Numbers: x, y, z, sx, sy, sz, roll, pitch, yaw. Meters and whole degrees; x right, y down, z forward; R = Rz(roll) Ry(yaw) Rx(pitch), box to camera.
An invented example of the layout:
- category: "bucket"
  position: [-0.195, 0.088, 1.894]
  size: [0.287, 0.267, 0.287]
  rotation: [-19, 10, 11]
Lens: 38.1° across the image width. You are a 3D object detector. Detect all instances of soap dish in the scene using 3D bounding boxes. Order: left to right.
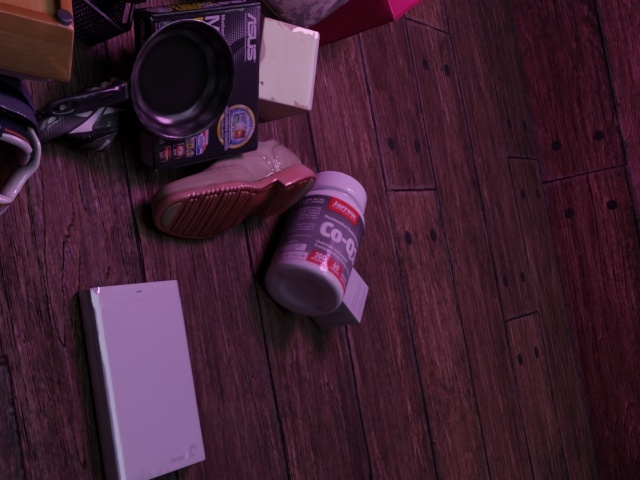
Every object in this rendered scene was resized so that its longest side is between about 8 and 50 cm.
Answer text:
- category: "soap dish"
  position: [-0.450, -0.370, 1.259]
  size: [0.229, 0.118, 0.290]
  rotation: [8, 59, -36]

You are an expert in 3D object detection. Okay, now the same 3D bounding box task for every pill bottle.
- category: "pill bottle"
  position: [0.000, 0.000, 1.898]
  size: [0.161, 0.161, 0.283]
  rotation: [53, 40, -34]

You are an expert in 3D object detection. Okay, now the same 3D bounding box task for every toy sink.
- category: "toy sink"
  position: [-0.121, -0.322, 1.790]
  size: [0.131, 0.234, 0.152]
  rotation: [9, 86, -30]

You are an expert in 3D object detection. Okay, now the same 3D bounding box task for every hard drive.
- category: "hard drive"
  position: [-0.284, 0.223, 1.495]
  size: [0.203, 0.040, 0.307]
  rotation: [-3, 82, -58]

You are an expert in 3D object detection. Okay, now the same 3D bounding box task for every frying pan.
- category: "frying pan"
  position: [-0.272, -0.223, 1.472]
  size: [0.326, 0.053, 0.197]
  rotation: [-39, 133, -21]

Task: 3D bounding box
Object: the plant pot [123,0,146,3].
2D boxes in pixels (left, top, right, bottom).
- category: "plant pot"
  position: [-0.303, -0.428, 1.497]
  size: [0.083, 0.083, 0.079]
  rotation: [11, 83, -56]

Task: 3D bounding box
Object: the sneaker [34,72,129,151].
- category: "sneaker"
  position: [-0.372, -0.180, 1.454]
  size: [0.106, 0.078, 0.234]
  rotation: [65, 32, -16]

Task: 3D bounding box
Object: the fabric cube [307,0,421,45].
- category: "fabric cube"
  position: [0.061, -0.605, 2.105]
  size: [0.254, 0.258, 0.259]
  rotation: [-45, 118, -54]

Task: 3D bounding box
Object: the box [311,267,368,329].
- category: "box"
  position: [0.032, 0.119, 1.964]
  size: [0.087, 0.101, 0.102]
  rotation: [52, 39, -35]

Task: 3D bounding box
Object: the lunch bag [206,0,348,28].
- category: "lunch bag"
  position: [-0.098, -0.561, 1.834]
  size: [0.305, 0.256, 0.212]
  rotation: [36, 50, -49]

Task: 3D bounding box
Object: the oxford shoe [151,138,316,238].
- category: "oxford shoe"
  position: [-0.181, -0.107, 1.721]
  size: [0.146, 0.140, 0.397]
  rotation: [51, 33, 16]

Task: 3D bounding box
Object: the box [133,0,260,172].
- category: "box"
  position: [-0.208, -0.269, 1.589]
  size: [0.216, 0.060, 0.270]
  rotation: [-16, 122, -35]

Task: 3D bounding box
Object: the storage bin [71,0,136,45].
- category: "storage bin"
  position: [-0.390, -0.416, 1.499]
  size: [0.180, 0.084, 0.122]
  rotation: [36, 51, -46]

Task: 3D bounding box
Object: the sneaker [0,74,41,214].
- category: "sneaker"
  position: [-0.450, -0.168, 1.286]
  size: [0.126, 0.127, 0.321]
  rotation: [26, 57, -50]
